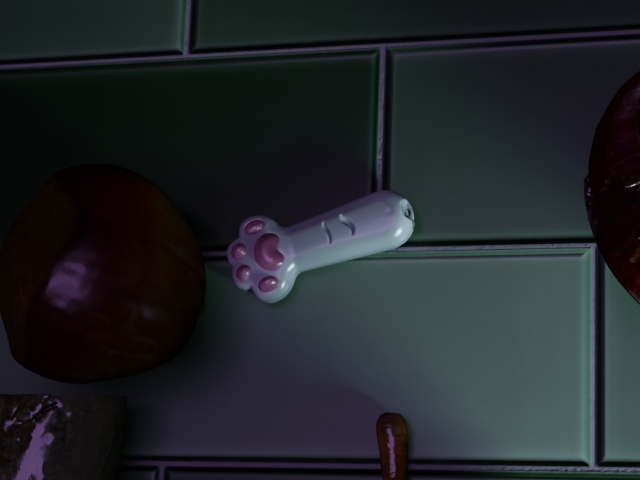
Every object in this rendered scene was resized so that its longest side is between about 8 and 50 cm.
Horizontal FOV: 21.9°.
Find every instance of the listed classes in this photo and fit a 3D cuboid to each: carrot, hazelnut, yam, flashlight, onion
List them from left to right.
[{"bbox_3d":[-0.285,0.276,1.656,0.161,0.161,0.268,8,80,17],"label":"yam"},{"bbox_3d":[-0.216,0.036,1.680,0.230,0.229,0.229,-4,76,15],"label":"hazelnut"},{"bbox_3d":[0.000,0.000,1.701,0.200,0.047,0.093,-17,73,12],"label":"flashlight"},{"bbox_3d":[0.072,0.216,1.640,0.032,0.032,0.093,-4,79,15],"label":"carrot"},{"bbox_3d":[0.389,-0.036,1.519,0.314,0.232,0.314,3,65,-7],"label":"onion"}]
